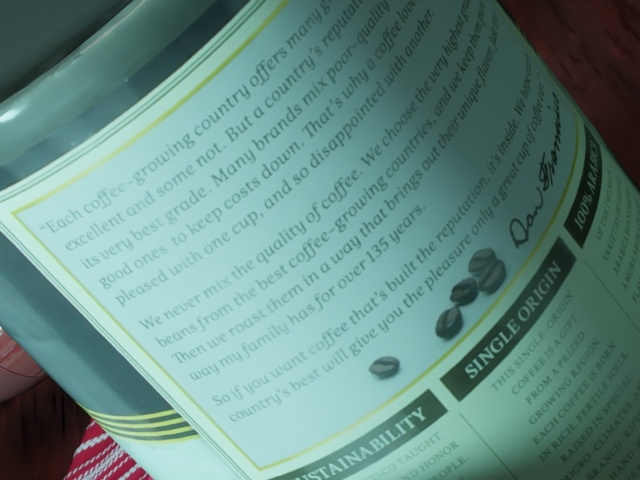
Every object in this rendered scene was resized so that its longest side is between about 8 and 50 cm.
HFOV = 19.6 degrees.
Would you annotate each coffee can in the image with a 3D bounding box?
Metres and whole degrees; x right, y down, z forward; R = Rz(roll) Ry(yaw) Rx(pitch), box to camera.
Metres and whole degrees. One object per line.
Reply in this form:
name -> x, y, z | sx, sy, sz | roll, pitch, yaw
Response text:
coffee can -> 0.000, 0.000, 0.638 | 0.201, 0.275, 0.201 | -32, 27, 18

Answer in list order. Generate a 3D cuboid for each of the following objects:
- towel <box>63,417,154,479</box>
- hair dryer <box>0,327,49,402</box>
towel -> -0.064, 0.050, 0.865 | 0.199, 0.031, 0.275 | -42, 18, 44
hair dryer -> -0.155, 0.001, 1.027 | 0.293, 0.080, 0.224 | -21, 32, 52
